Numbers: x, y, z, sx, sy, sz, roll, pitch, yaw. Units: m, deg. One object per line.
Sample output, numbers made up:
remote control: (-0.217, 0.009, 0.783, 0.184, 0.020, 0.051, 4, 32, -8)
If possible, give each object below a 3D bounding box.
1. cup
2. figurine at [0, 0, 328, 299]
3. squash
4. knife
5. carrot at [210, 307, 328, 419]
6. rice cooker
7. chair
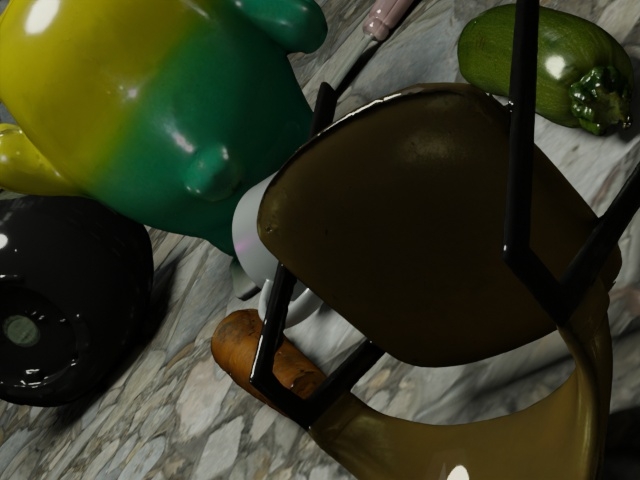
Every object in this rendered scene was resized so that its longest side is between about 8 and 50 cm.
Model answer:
cup: (0.009, 0.000, 0.690, 0.133, 0.099, 0.136, -27, 60, 50)
figurine: (-0.142, -0.124, 0.880, 0.323, 0.340, 0.231, -48, 18, 12)
squash: (0.142, -0.122, 0.634, 0.069, 0.069, 0.258, -48, 17, 6)
knife: (0.040, -0.229, 1.155, 0.336, 0.043, 0.081, -52, 12, 1)
carrot: (-0.035, 0.089, 0.672, 0.055, 0.055, 0.161, -52, 25, -5)
rice cooker: (-0.332, 0.062, 1.131, 0.267, 0.267, 0.224, -43, 22, 21)
chair: (0.062, 0.007, 0.438, 0.159, 0.172, 0.247, -32, 18, 42)
